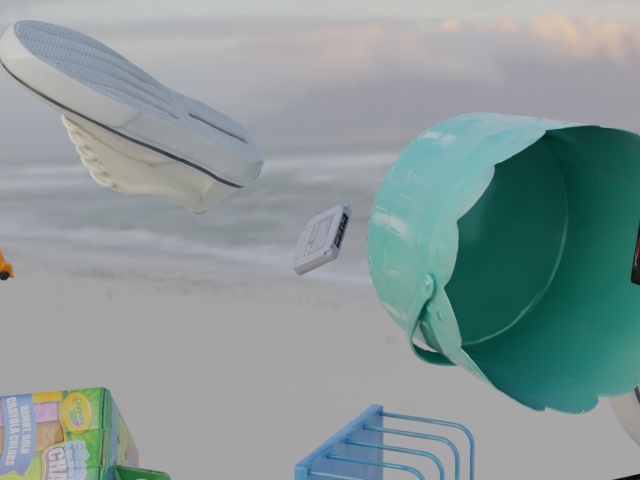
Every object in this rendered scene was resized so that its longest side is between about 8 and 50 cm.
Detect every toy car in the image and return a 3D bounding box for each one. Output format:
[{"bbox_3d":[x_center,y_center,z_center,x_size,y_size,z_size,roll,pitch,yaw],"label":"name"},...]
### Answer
[{"bbox_3d":[-0.363,0.027,1.564,0.060,0.040,0.122,15,8,-10],"label":"toy car"}]

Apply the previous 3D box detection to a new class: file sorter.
[{"bbox_3d":[0.059,0.230,1.251,0.104,0.118,0.170,5,14,25],"label":"file sorter"}]

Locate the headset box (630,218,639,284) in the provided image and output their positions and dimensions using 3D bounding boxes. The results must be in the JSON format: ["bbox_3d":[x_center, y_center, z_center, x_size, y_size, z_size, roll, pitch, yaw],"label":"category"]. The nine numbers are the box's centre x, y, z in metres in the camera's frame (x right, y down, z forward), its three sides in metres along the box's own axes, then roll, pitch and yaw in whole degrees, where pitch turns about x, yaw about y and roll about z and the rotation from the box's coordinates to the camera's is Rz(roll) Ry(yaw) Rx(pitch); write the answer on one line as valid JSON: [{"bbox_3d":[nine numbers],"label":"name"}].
[{"bbox_3d":[0.340,-0.078,1.099,0.110,0.218,0.293,11,-8,-1],"label":"headset box"}]

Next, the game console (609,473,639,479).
[{"bbox_3d":[0.218,0.244,1.080,0.122,0.107,0.071,-9,21,-16],"label":"game console"}]

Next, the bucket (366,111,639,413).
[{"bbox_3d":[0.189,0.011,1.330,0.281,0.281,0.183,-5,14,-27],"label":"bucket"}]

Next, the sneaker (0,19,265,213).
[{"bbox_3d":[-0.157,-0.084,1.140,0.258,0.091,0.094,28,24,-40],"label":"sneaker"}]

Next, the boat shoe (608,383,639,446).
[{"bbox_3d":[0.460,0.192,1.526,0.156,0.136,0.367,-16,-40,44],"label":"boat shoe"}]

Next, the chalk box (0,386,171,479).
[{"bbox_3d":[-0.235,0.221,1.290,0.213,0.132,0.132,-6,-38,3],"label":"chalk box"}]

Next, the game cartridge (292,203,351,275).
[{"bbox_3d":[0.000,0.000,1.446,0.056,0.017,0.083,-22,30,30],"label":"game cartridge"}]
